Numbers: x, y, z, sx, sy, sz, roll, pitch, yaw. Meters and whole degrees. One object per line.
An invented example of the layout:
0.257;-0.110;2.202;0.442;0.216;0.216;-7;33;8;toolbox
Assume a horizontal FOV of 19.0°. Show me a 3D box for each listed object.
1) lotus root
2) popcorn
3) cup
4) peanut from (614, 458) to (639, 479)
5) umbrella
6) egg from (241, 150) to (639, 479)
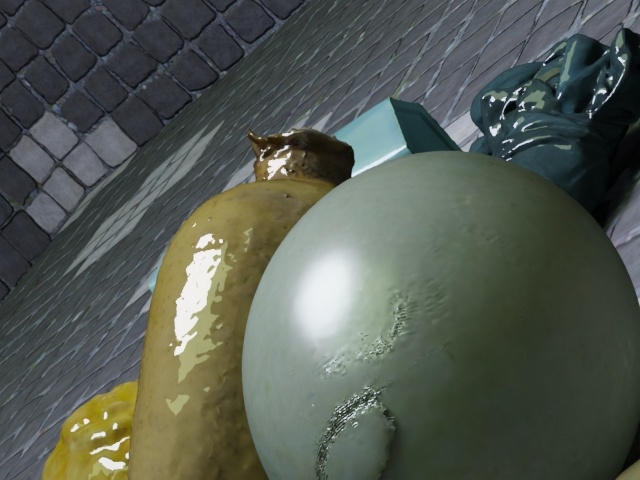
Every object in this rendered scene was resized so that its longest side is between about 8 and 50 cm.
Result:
-0.027;0.072;1.035;0.131;0.146;0.303;-21;49;50;lotus root
-0.078;0.146;1.163;0.180;0.170;0.180;-17;65;39;popcorn
0.000;0.000;1.438;0.236;0.134;0.148;-39;16;23;cup
0.105;0.152;0.446;0.387;0.169;0.192;-47;51;24;peanut
0.102;0.002;1.169;0.349;0.094;0.143;-57;7;-31;umbrella
0.058;0.055;0.890;0.186;0.186;0.253;-40;11;24;egg
